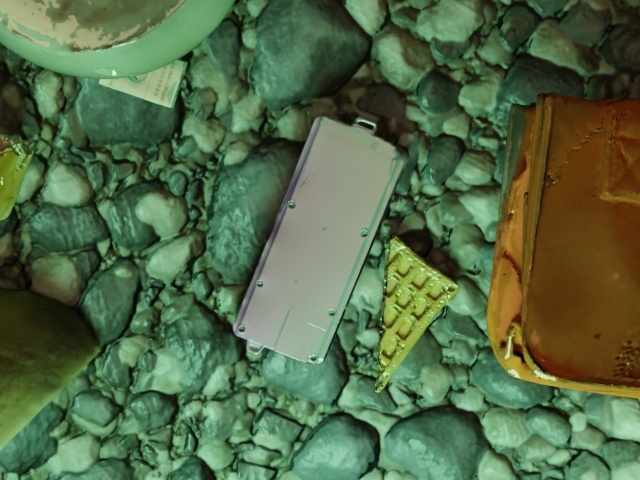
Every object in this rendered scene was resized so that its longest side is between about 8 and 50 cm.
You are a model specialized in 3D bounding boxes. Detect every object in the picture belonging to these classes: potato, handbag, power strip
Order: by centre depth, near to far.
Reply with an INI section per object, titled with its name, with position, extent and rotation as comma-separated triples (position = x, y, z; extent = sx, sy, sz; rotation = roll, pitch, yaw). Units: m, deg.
[handbag]
position = 0.381, 0.014, 1.482
extent = 0.410, 0.116, 0.303
rotation = 7, 86, -11
[potato]
position = -0.396, 0.144, 1.554
extent = 0.264, 0.189, 0.211
rotation = -41, 93, 7
[power strip]
position = 0.000, 0.000, 1.591
extent = 0.109, 0.037, 0.278
rotation = 22, 97, 0

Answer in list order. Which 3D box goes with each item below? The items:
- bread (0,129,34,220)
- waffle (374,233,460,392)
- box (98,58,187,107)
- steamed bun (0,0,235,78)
[bread]
position = -0.376, -0.079, 1.580
extent = 0.125, 0.082, 0.106
rotation = 18, 91, -2
[waffle]
position = 0.071, 0.080, 1.604
extent = 0.097, 0.023, 0.152
rotation = 36, 98, 0
[box]
position = -0.190, -0.180, 1.587
extent = 0.083, 0.024, 0.054
rotation = 19, 99, 0
[steamed bun]
position = -0.222, -0.323, 1.479
extent = 0.324, 0.206, 0.324
rotation = 0, 98, 0
